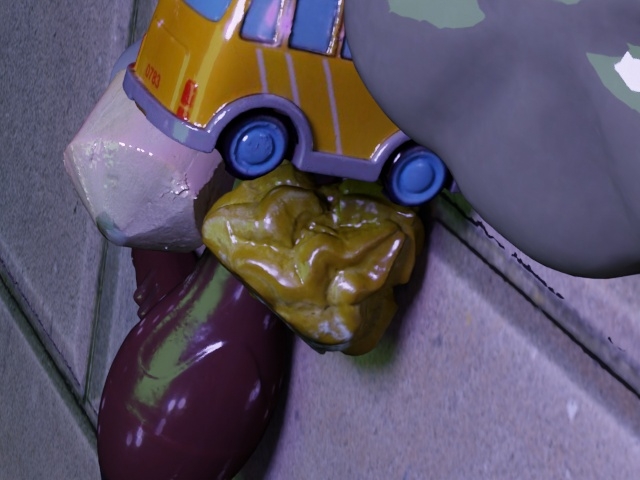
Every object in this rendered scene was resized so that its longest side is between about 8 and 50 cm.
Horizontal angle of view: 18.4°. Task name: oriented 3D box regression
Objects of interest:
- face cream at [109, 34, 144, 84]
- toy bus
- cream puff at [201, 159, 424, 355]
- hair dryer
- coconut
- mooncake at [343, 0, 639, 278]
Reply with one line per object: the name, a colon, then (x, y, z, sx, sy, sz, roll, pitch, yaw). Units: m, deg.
face cream: (-0.108, -0.114, 1.505, 0.252, 0.101, 0.101, 161, 107, -65)
toy bus: (0.003, -0.108, 1.149, 0.126, 0.209, 0.136, 46, 122, 57)
cream puff: (0.000, 0.000, 1.266, 0.116, 0.146, 0.146, -47, 32, -1)
hair dryer: (-0.095, 0.014, 1.518, 0.340, 0.123, 0.312, -112, 41, -59)
coconut: (-0.113, -0.050, 1.341, 0.116, 0.116, 0.122, -37, 24, 60)
mooncake: (0.130, -0.109, 0.835, 0.275, 0.135, 0.275, 19, 121, 35)
